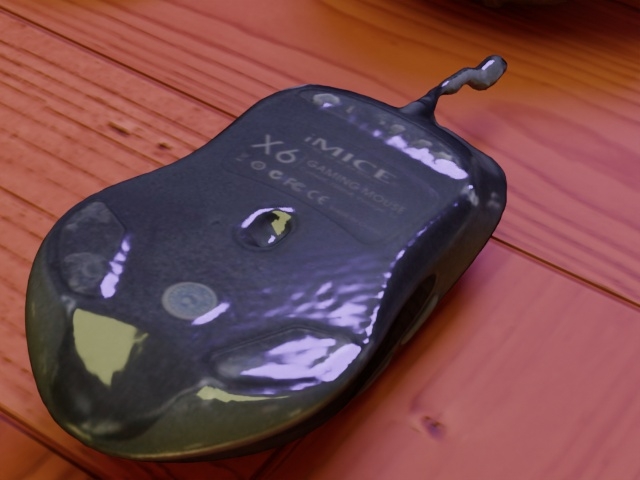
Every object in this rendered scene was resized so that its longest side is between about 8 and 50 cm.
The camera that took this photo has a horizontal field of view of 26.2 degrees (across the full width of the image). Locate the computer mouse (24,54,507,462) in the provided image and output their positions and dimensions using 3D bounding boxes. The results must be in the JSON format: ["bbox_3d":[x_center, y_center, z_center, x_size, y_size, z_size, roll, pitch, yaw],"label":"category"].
[{"bbox_3d":[0.000,0.000,0.722,0.167,0.090,0.379,32,46,21],"label":"computer mouse"}]

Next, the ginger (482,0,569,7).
[{"bbox_3d":[0.170,-0.298,0.907,0.245,0.155,0.304,28,81,29],"label":"ginger"}]
